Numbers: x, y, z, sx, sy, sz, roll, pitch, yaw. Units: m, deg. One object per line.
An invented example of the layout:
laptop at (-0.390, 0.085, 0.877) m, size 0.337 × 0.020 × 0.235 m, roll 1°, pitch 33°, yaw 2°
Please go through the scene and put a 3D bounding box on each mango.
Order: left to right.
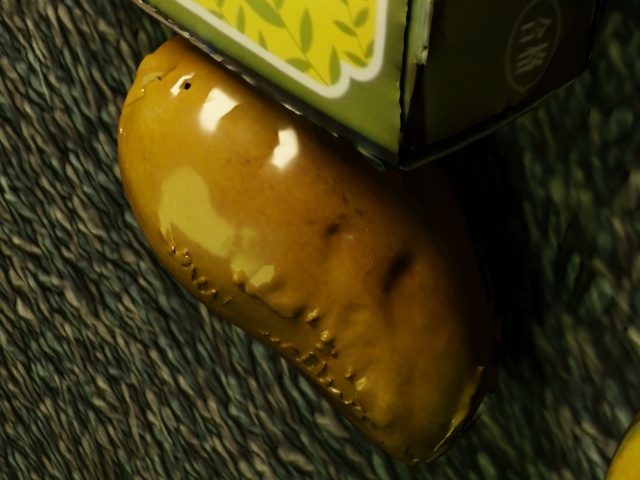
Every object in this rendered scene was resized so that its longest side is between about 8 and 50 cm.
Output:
mango at (0.000, 0.000, 0.932) m, size 0.151 × 0.156 × 0.248 m, roll -17°, pitch 106°, yaw 56°

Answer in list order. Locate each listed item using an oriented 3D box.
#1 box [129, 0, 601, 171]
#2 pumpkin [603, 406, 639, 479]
box at (-0.031, -0.296, 0.798) m, size 0.373 × 0.138 × 0.420 m, roll 36°, pitch 138°, yaw 34°
pumpkin at (0.241, 0.139, 0.721) m, size 0.280 × 0.139 × 0.190 m, roll 44°, pitch 138°, yaw 31°
